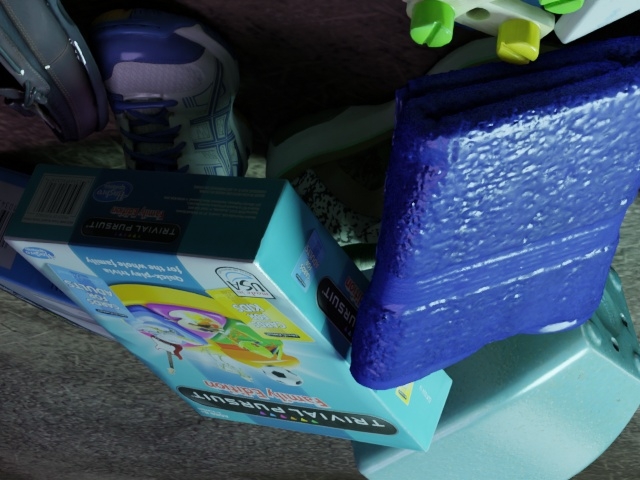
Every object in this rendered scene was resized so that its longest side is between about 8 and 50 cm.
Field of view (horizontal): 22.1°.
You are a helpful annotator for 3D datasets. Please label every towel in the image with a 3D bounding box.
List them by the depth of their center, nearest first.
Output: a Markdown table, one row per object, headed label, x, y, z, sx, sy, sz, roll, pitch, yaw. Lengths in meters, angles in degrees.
| label | x | y | z | sx | sy | sz | roll | pitch | yaw |
| --- | --- | --- | --- | --- | --- | --- | --- | --- | --- |
| towel | 0.135 | -0.023 | 1.239 | 0.227 | 0.076 | 0.308 | -17 | 145 | -21 |

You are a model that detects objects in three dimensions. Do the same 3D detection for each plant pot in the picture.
| label | x | y | z | sx | sy | sz | roll | pitch | yaw |
| --- | --- | --- | --- | --- | --- | --- | --- | --- | --- |
| plant pot | 0.184 | 0.114 | 1.680 | 0.252 | 0.248 | 0.247 | -29 | 144 | 26 |

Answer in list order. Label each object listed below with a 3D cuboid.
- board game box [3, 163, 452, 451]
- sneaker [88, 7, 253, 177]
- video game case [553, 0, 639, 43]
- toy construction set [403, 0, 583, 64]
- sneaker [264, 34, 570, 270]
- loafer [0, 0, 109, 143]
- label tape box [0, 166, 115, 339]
| label | x | y | z | sx | sy | sz | roll | pitch | yaw |
| --- | --- | --- | --- | --- | --- | --- | --- | --- | --- |
| board game box | -0.070 | 0.062 | 1.402 | 0.253 | 0.079 | 0.336 | 5 | 151 | 33 |
| sneaker | -0.121 | -0.083 | 1.397 | 0.111 | 0.131 | 0.296 | 1 | 156 | 15 |
| video game case | 0.240 | -0.195 | 1.078 | 0.143 | 0.019 | 0.157 | -27 | 169 | -22 |
| toy construction set | 0.050 | -0.220 | 1.023 | 0.327 | 0.151 | 0.215 | 8 | 161 | -36 |
| sneaker | 0.109 | -0.037 | 1.384 | 0.158 | 0.182 | 0.410 | 23 | 152 | -35 |
| loafer | -0.239 | -0.161 | 1.238 | 0.095 | 0.109 | 0.302 | -36 | 155 | -14 |
| label tape box | -0.188 | 0.053 | 1.675 | 0.249 | 0.115 | 0.347 | 16 | 166 | 37 |
